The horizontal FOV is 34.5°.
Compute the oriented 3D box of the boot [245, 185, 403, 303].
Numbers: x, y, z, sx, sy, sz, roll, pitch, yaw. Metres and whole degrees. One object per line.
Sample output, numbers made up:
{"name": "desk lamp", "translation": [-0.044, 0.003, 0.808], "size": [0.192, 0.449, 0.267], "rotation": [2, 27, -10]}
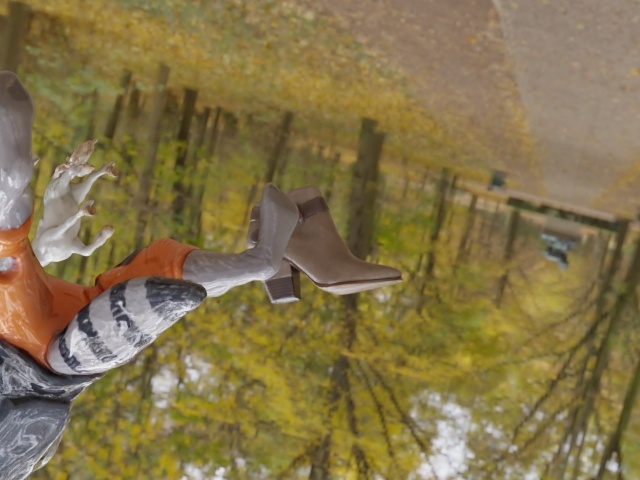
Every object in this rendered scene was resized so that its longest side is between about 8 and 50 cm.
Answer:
{"name": "boot", "translation": [0.000, 0.000, 0.802], "size": [0.118, 0.087, 0.042], "rotation": [-8, 165, 4]}

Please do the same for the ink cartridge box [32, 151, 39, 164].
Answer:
{"name": "ink cartridge box", "translation": [-0.517, -0.053, 1.248], "size": [0.198, 0.270, 0.197], "rotation": [41, -174, -8]}

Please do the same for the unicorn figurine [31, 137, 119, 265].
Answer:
{"name": "unicorn figurine", "translation": [-0.245, -0.016, 0.966], "size": [0.111, 0.162, 0.060], "rotation": [-24, 123, 28]}

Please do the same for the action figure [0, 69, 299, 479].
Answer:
{"name": "action figure", "translation": [-0.216, 0.063, 0.601], "size": [0.341, 0.330, 0.179], "rotation": [10, -139, -48]}
